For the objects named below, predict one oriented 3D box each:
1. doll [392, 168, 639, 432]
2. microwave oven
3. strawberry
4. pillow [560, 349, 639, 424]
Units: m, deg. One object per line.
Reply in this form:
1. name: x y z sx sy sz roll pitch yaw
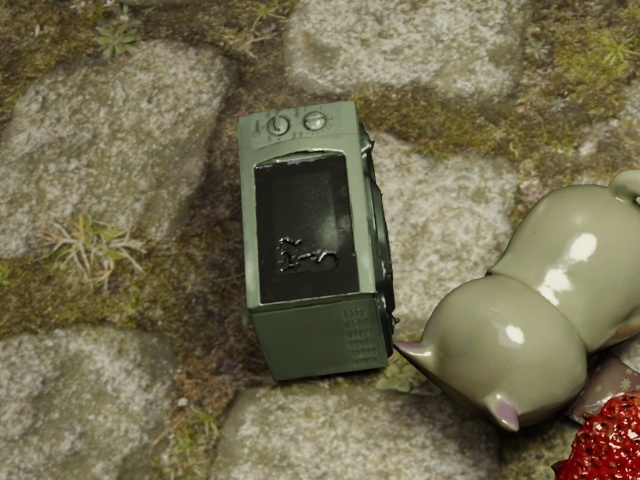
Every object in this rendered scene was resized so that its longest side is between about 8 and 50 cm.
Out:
1. doll: 0.287 0.080 1.758 0.215 0.226 0.370 39 77 22
2. microwave oven: 0.000 0.000 1.839 0.181 0.237 0.295 -8 57 5
3. strawberry: 0.371 0.279 1.625 0.187 0.184 0.201 -18 19 -12
4. pillow: 0.400 0.220 1.754 0.185 0.043 0.118 32 69 25
